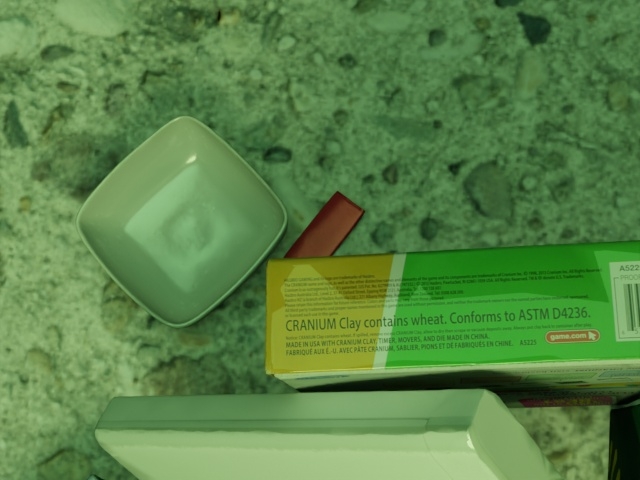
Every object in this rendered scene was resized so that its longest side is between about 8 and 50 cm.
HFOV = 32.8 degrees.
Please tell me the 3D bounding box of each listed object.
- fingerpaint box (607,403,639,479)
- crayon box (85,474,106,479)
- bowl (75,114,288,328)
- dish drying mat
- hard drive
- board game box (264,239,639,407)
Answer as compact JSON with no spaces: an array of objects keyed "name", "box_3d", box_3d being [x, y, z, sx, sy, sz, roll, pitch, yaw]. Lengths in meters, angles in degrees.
[{"name":"fingerpaint box","box_3d":[0.416,0.176,0.631,0.444,0.371,0.163,2,79,7]},{"name":"crayon box","box_3d":[-0.138,0.354,0.757,0.203,0.083,0.323,-42,61,-3]},{"name":"bowl","box_3d":[-0.109,-0.011,0.886,0.142,0.053,0.142,-44,78,-4]},{"name":"dish drying mat","box_3d":[0.000,0.000,0.895,0.032,0.008,0.083,37,86,12]},{"name":"hard drive","box_3d":[0.020,0.168,0.697,0.307,0.203,0.040,-9,43,41]},{"name":"board game box","box_3d":[0.106,0.068,0.712,0.242,0.316,0.064,-3,77,5]}]
